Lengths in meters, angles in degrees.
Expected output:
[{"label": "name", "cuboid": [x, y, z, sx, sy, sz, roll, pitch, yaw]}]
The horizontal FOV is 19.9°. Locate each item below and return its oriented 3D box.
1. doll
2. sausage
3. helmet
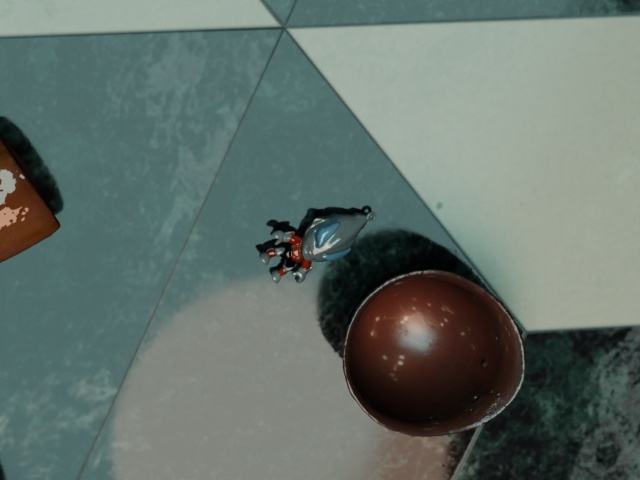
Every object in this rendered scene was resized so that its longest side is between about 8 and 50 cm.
[{"label": "doll", "cuboid": [0.000, 0.000, 1.693, 0.114, 0.039, 0.057, -26, 97, 2]}, {"label": "sausage", "cuboid": [-0.367, 0.007, 1.620, 0.259, 0.113, 0.113, -30, 102, -1]}, {"label": "helmet", "cuboid": [0.096, 0.095, 1.686, 0.175, 0.106, 0.155, 10, 98, -12]}]
